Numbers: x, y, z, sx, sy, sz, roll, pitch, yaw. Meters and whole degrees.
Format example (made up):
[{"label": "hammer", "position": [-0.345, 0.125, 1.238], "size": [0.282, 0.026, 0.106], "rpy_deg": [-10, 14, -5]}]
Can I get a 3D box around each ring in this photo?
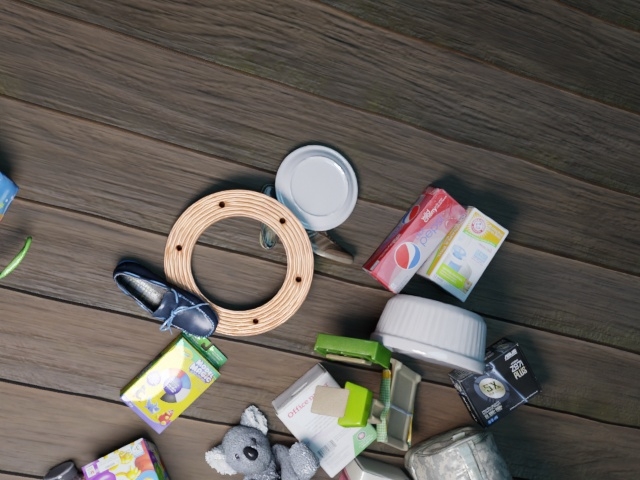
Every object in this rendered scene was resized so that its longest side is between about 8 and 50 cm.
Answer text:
[{"label": "ring", "position": [-0.182, 0.051, 1.655], "size": [0.337, 0.032, 0.336], "rpy_deg": [0, 99, 0]}]

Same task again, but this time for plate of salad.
[{"label": "plate of salad", "position": [-0.010, -0.121, 1.698], "size": [0.200, 0.048, 0.199], "rpy_deg": [2, 84, -19]}]

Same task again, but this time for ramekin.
[{"label": "ramekin", "position": [0.257, 0.213, 1.694], "size": [0.273, 0.273, 0.127], "rpy_deg": [18, 81, -14]}]

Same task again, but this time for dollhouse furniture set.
[{"label": "dollhouse furniture set", "position": [0.103, 0.358, 1.703], "size": [0.301, 0.151, 0.197], "rpy_deg": [41, 58, -53]}]

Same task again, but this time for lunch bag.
[{"label": "lunch bag", "position": [0.354, 0.598, 1.713], "size": [0.213, 0.256, 0.305], "rpy_deg": [-20, 78, -8]}]

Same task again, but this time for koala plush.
[{"label": "koala plush", "position": [-0.141, 0.512, 1.690], "size": [0.221, 0.203, 0.196], "rpy_deg": [38, 77, 7]}]

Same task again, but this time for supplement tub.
[{"label": "supplement tub", "position": [-0.537, 0.592, 1.621], "size": [0.106, 0.106, 0.197], "rpy_deg": [-23, 101, -10]}]

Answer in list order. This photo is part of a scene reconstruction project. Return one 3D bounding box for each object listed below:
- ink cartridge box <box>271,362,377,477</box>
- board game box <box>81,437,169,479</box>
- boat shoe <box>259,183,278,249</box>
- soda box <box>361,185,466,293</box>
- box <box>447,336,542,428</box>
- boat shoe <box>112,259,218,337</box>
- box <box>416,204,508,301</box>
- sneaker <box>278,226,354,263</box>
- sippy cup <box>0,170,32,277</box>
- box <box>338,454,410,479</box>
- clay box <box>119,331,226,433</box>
[{"label": "ink cartridge box", "position": [0.009, 0.423, 1.738], "size": [0.154, 0.093, 0.212], "rpy_deg": [-40, 104, -8]}, {"label": "board game box", "position": [-0.383, 0.590, 1.577], "size": [0.144, 0.142, 0.275], "rpy_deg": [-25, 71, -10]}, {"label": "boat shoe", "position": [-0.112, -0.053, 1.680], "size": [0.056, 0.049, 0.152], "rpy_deg": [-3, 98, -15]}, {"label": "soda box", "position": [0.222, -0.003, 1.747], "size": [0.092, 0.083, 0.263], "rpy_deg": [40, 87, -14]}, {"label": "box", "position": [0.438, 0.356, 1.839], "size": [0.180, 0.077, 0.147], "rpy_deg": [-30, 101, -8]}, {"label": "boat shoe", "position": [-0.349, 0.144, 1.610], "size": [0.258, 0.089, 0.109], "rpy_deg": [28, 101, -5]}, {"label": "box", "position": [0.338, 0.027, 1.767], "size": [0.114, 0.103, 0.203], "rpy_deg": [34, 88, -15]}, {"label": "sneaker", "position": [0.000, 0.000, 1.705], "size": [0.189, 0.066, 0.071], "rpy_deg": [20, 86, -16]}, {"label": "sippy cup", "position": [-0.736, -0.069, 1.455], "size": [0.224, 0.240, 0.305], "rpy_deg": [-57, 143, -13]}, {"label": "box", "position": [0.108, 0.656, 1.768], "size": [0.149, 0.127, 0.232], "rpy_deg": [22, 90, -14]}, {"label": "clay box", "position": [-0.330, 0.313, 1.666], "size": [0.222, 0.053, 0.127], "rpy_deg": [-44, 104, -5]}]
